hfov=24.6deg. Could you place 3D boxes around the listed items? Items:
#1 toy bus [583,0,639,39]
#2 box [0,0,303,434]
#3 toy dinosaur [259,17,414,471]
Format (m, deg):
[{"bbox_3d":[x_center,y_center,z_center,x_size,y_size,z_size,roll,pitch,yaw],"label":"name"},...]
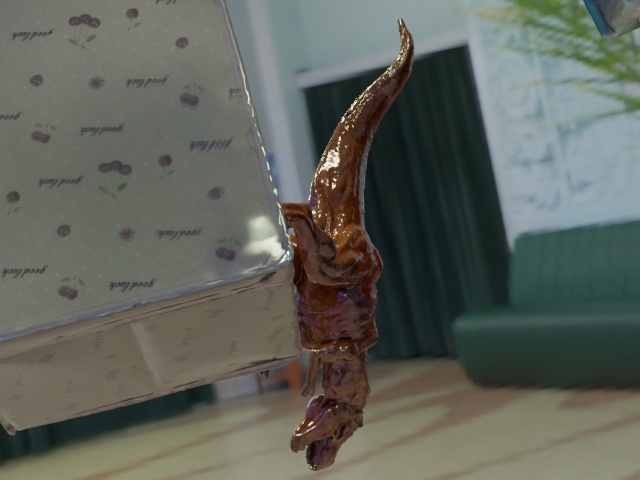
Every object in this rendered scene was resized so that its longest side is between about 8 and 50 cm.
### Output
[{"bbox_3d":[0.217,-0.165,0.566,0.262,0.091,0.109,-25,-2,6],"label":"toy bus"},{"bbox_3d":[-0.154,-0.048,1.009,0.225,0.297,0.190,-15,-25,-4],"label":"box"},{"bbox_3d":[0.000,0.000,1.308,0.097,0.432,0.208,13,4,42],"label":"toy dinosaur"}]
